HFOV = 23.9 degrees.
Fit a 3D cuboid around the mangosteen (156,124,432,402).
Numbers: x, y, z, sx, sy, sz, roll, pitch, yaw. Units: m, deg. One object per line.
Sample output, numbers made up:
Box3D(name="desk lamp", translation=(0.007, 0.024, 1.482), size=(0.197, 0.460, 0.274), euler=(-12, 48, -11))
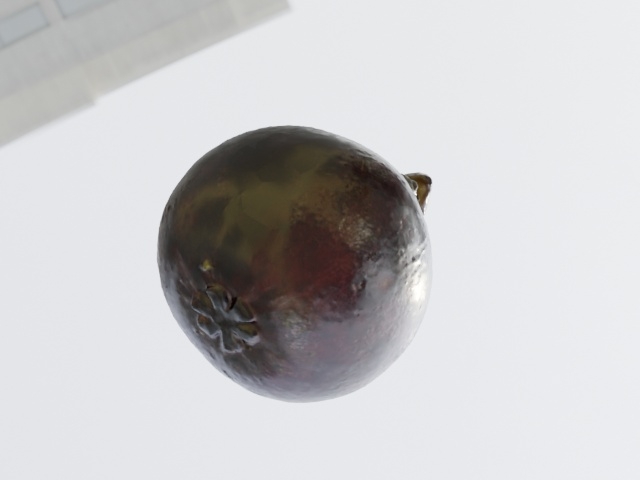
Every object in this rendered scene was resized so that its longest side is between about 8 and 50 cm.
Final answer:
Box3D(name="mangosteen", translation=(0.000, 0.000, 1.247), size=(0.236, 0.235, 0.261), euler=(9, -146, 39))
